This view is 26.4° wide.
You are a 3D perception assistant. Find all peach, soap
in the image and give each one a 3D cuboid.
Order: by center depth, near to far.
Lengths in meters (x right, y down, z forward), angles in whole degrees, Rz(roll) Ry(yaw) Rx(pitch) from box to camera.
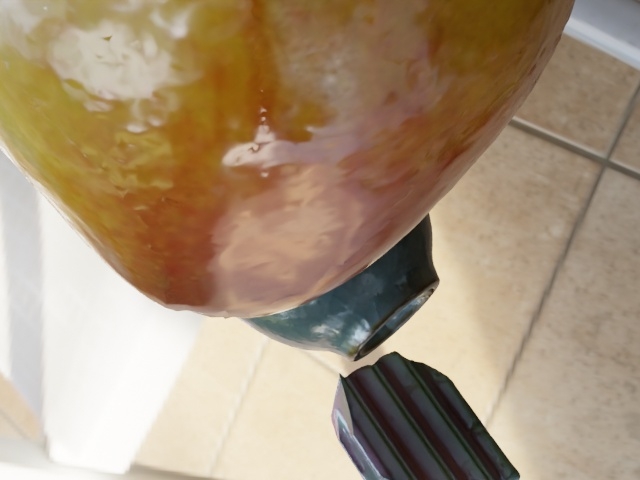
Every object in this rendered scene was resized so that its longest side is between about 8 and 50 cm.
[{"bbox_3d":[-0.021,-0.140,0.498,0.289,0.289,0.308,-15,110,40],"label":"peach"},{"bbox_3d":[0.077,0.164,1.105,0.149,0.100,0.056,54,155,25],"label":"soap"}]

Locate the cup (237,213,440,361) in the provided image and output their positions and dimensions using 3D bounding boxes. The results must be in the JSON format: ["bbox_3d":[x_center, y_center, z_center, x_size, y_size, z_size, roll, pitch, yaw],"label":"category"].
[{"bbox_3d":[0.000,0.000,0.899,0.150,0.199,0.199,48,115,12],"label":"cup"}]
